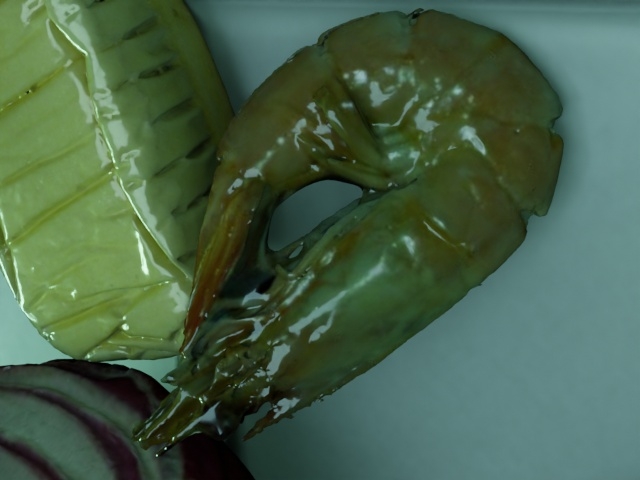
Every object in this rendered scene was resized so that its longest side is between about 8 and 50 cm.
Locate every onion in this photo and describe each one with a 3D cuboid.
[{"bbox_3d":[-0.101,0.174,0.863,0.314,0.146,0.280,14,154,32],"label":"onion"}]

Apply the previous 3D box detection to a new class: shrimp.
[{"bbox_3d":[0.000,0.000,0.741,0.145,0.061,0.267,42,95,-2],"label":"shrimp"}]

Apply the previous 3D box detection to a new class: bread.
[{"bbox_3d":[-0.118,-0.054,0.810,0.140,0.106,0.236,-16,100,29],"label":"bread"}]
